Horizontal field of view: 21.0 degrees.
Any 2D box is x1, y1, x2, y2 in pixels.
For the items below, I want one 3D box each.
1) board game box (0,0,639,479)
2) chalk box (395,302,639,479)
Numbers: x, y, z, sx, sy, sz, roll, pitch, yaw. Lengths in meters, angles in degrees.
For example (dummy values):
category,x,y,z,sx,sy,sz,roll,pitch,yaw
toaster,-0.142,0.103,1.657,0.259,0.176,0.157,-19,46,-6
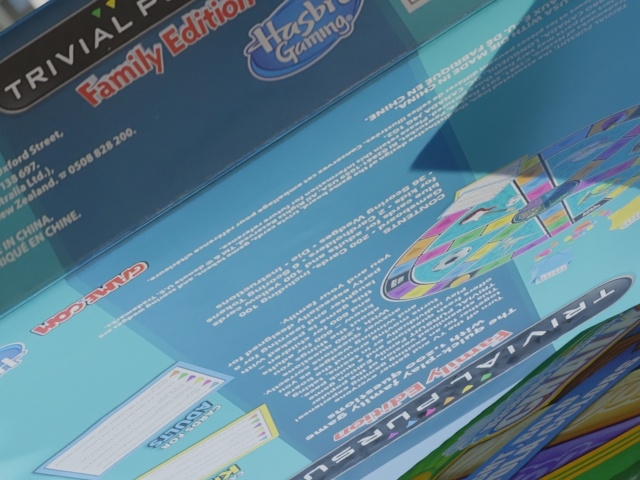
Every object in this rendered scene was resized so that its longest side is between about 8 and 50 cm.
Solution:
category,x,y,z,sx,sy,sz,roll,pitch,yaw
board game box,0.000,0.000,0.611,0.254,0.079,0.336,-32,158,2
chalk box,0.117,0.122,0.531,0.179,0.180,0.289,-34,180,-30
